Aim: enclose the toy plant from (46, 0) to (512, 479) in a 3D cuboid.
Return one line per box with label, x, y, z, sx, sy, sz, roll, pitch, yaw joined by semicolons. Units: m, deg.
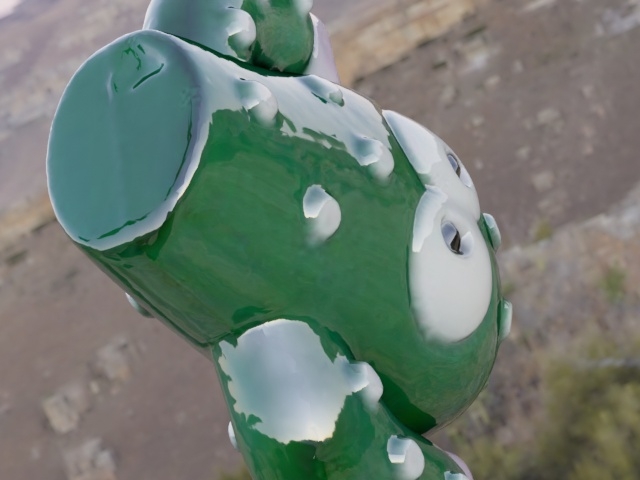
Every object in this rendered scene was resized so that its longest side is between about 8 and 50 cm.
toy plant;0.001;0.005;0.619;0.112;0.243;0.232;-24;31;26
